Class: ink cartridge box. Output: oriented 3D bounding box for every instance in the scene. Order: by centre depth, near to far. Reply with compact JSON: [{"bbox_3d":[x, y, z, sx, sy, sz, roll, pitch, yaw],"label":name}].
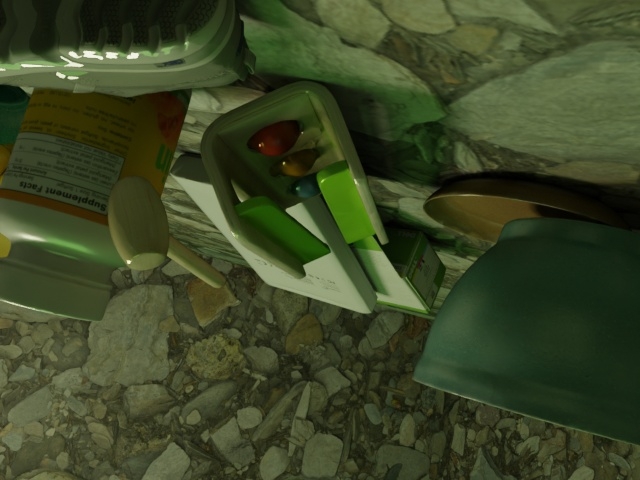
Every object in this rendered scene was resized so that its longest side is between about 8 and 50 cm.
[{"bbox_3d":[0.079,0.011,1.064,0.189,0.097,0.255,9,152,37],"label":"ink cartridge box"}]

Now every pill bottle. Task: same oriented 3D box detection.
[{"bbox_3d":[-0.219,-0.055,0.585,0.136,0.245,0.136,15,172,2],"label":"pill bottle"}]

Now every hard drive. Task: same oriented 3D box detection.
[{"bbox_3d":[-0.060,0.000,0.996,0.233,0.047,0.353,14,157,28],"label":"hard drive"}]

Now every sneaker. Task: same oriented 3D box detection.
[{"bbox_3d":[-0.180,-0.139,0.443,0.281,0.105,0.115,12,171,18],"label":"sneaker"}]

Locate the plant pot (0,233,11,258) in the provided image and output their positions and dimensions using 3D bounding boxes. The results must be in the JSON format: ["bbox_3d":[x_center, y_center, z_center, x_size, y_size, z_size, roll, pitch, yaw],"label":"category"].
[{"bbox_3d":[-0.429,-0.075,0.922,0.212,0.212,0.187,11,160,22],"label":"plant pot"}]

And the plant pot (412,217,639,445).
[{"bbox_3d":[0.263,0.091,0.662,0.293,0.196,0.293,14,173,2],"label":"plant pot"}]

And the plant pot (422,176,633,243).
[{"bbox_3d":[0.238,-0.027,0.719,0.236,0.032,0.236,15,172,2],"label":"plant pot"}]

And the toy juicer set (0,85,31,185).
[{"bbox_3d":[-0.376,-0.114,0.683,0.329,0.089,0.209,19,-150,-19],"label":"toy juicer set"}]

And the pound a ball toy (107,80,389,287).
[{"bbox_3d":[-0.057,-0.046,0.633,0.208,0.135,0.319,-23,165,6],"label":"pound a ball toy"}]
